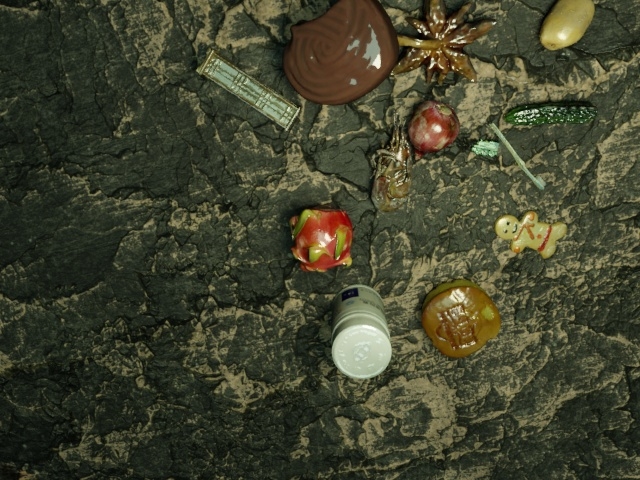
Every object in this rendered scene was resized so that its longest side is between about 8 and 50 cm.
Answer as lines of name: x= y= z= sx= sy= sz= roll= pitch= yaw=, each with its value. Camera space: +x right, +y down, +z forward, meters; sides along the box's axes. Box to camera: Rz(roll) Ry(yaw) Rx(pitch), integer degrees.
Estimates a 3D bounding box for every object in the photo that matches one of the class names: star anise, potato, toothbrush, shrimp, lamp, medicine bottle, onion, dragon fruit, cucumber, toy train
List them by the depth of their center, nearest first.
potato: x=0.719 y=-0.637 z=1.515 sx=0.109 sy=0.118 sz=0.178 roll=31 pitch=94 yaw=-44
star anise: x=0.337 y=-0.588 z=1.543 sx=0.349 sy=0.109 sz=0.292 roll=32 pitch=102 yaw=-8
lamp: x=-0.215 y=-0.465 z=1.608 sx=0.325 sy=0.090 sz=0.089 roll=32 pitch=105 yaw=-10
onion: x=0.336 y=-0.332 z=1.611 sx=0.159 sy=0.159 sz=0.195 roll=25 pitch=130 yaw=-7
cucumber: x=0.708 y=-0.394 z=1.613 sx=0.265 sy=0.077 sz=0.077 roll=-1 pitch=108 yaw=1
shrimp: x=0.224 y=-0.252 z=1.650 sx=0.145 sy=0.116 sz=0.343 roll=2 pitch=115 yaw=-1
toy train: x=0.529 y=-0.299 z=1.672 sx=0.083 sy=0.033 sz=0.053 roll=11 pitch=103 yaw=-2
toothbrush: x=0.633 y=-0.272 z=1.681 sx=0.294 sy=0.026 sz=0.028 roll=43 pitch=86 yaw=-12
dragon fruit: x=0.001 y=-0.005 z=1.691 sx=0.224 sy=0.224 sz=0.227 roll=7 pitch=93 yaw=-1
medicine bottle: x=0.129 y=0.292 z=1.721 sx=0.190 sy=0.332 sz=0.190 roll=0 pitch=109 yaw=1

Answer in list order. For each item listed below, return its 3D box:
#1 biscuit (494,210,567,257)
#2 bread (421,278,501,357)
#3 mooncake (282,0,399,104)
biscuit: x=0.701 y=-0.023 z=1.761 sx=0.234 sy=0.030 sz=0.153 roll=19 pitch=106 yaw=-5
bread: x=0.478 y=0.268 z=1.800 sx=0.270 sy=0.148 sz=0.270 roll=1 pitch=108 yaw=2
mooncake: x=0.059 y=-0.553 z=1.489 sx=0.326 sy=0.174 sz=0.334 roll=15 pitch=116 yaw=17
